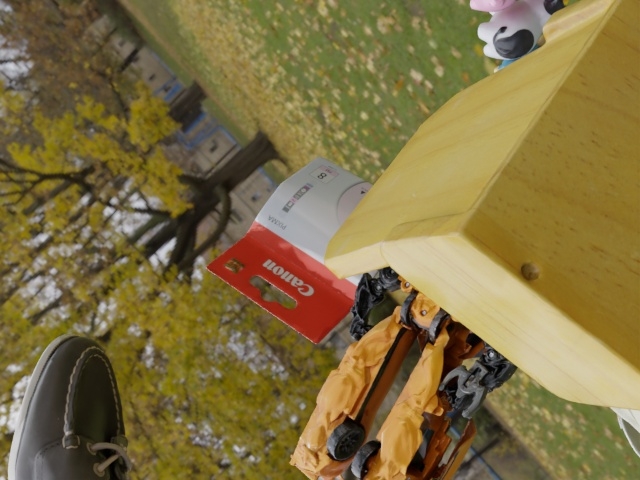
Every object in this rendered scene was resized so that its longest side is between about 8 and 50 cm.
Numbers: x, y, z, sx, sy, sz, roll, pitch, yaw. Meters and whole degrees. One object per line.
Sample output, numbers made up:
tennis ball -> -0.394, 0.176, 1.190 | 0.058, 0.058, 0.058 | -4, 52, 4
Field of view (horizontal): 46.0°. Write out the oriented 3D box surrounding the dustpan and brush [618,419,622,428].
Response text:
dustpan and brush -> 0.513, 0.203, 1.093 | 0.211, 0.147, 0.060 | -14, -94, -60

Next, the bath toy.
bath toy -> 0.314, -0.401, 1.187 | 0.129, 0.151, 0.348 | 19, 159, 40

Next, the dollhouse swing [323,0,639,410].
dollhouse swing -> 0.227, -0.025, 0.757 | 0.315, 0.347, 0.305 | 38, 154, 1

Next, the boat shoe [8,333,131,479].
boat shoe -> -0.192, 0.246, 0.604 | 0.095, 0.336, 0.112 | 1, 165, 18

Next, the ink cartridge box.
ink cartridge box -> 0.000, 0.000, 0.962 | 0.189, 0.232, 0.066 | 31, 136, 23

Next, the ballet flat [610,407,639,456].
ballet flat -> 0.352, 0.209, 0.692 | 0.248, 0.086, 0.086 | 52, -175, 17

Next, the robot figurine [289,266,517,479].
robot figurine -> 0.091, 0.147, 0.789 | 0.211, 0.291, 0.085 | 31, -178, 44
